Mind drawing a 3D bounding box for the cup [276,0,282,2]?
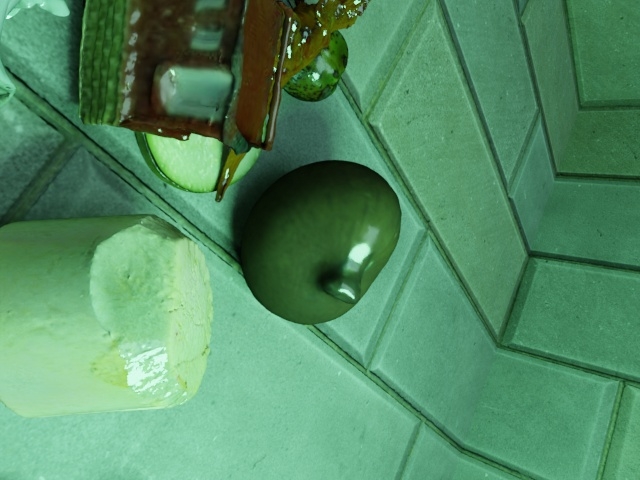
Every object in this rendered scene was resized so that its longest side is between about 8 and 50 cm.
[{"bbox_3d":[-0.126,-0.385,0.748,0.104,0.074,0.116,50,63,-16],"label":"cup"}]

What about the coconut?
[{"bbox_3d":[-0.263,0.085,0.559,0.239,0.245,0.239,-3,90,-87],"label":"coconut"}]

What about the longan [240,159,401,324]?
[{"bbox_3d":[0.000,0.000,0.820,0.243,0.300,0.300,27,76,-26],"label":"longan"}]

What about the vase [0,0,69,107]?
[{"bbox_3d":[-0.275,-0.336,0.418,0.250,0.250,0.445,36,65,-48],"label":"vase"}]

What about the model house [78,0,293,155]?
[{"bbox_3d":[-0.179,-0.217,0.586,0.160,0.254,0.195,-20,121,-72],"label":"model house"}]

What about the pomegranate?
[{"bbox_3d":[-0.025,-0.318,0.832,0.138,0.126,0.163,-57,136,-7],"label":"pomegranate"}]

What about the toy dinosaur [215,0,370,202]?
[{"bbox_3d":[-0.082,-0.281,0.708,0.432,0.097,0.208,-48,138,-2],"label":"toy dinosaur"}]

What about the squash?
[{"bbox_3d":[-0.182,-0.182,0.746,0.219,0.041,0.219,-12,108,-43],"label":"squash"}]
